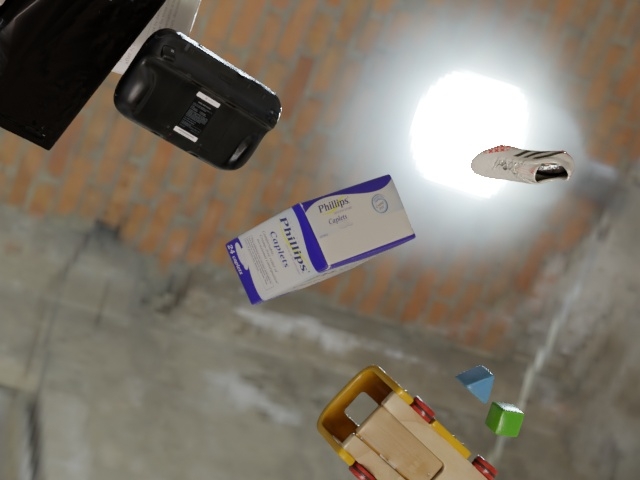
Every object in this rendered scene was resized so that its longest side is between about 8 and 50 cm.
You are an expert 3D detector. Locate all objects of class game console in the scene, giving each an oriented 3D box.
[{"bbox_3d":[-0.187,-0.161,1.806,0.213,0.361,0.044,-50,-134,11],"label":"game console"}]

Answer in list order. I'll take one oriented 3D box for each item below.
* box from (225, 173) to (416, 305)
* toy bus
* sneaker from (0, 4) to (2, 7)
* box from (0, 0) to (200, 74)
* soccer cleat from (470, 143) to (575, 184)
[{"bbox_3d":[0.000,0.000,1.758,0.137,0.126,0.072,-28,-96,50],"label":"box"},{"bbox_3d":[0.091,0.215,1.756,0.104,0.191,0.202,-139,-131,-65],"label":"toy bus"},{"bbox_3d":[-0.400,-0.289,1.738,0.090,0.232,0.081,-36,-170,-14],"label":"sneaker"},{"bbox_3d":[-0.323,-0.325,2.075,0.215,0.345,0.168,-119,-134,-69],"label":"box"},{"bbox_3d":[0.161,-0.059,1.408,0.036,0.083,0.029,-78,169,-64],"label":"soccer cleat"}]
